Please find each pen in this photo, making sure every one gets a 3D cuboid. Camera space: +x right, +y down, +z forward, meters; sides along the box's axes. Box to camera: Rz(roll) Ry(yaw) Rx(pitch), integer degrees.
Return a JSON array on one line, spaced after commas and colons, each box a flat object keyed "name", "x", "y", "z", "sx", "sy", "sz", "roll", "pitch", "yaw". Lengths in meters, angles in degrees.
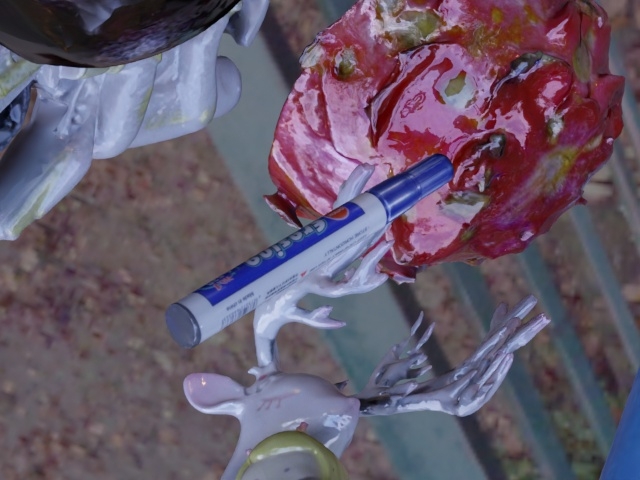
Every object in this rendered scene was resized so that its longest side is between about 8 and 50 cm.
[{"name": "pen", "x": 0.000, "y": 0.000, "z": 0.831, "sx": 0.025, "sy": 0.204, "sz": 0.025, "roll": 29, "pitch": 135, "yaw": 34}]

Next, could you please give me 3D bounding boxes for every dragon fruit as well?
[{"name": "dragon fruit", "x": 0.143, "y": -0.110, "z": 1.529, "sx": 0.386, "sy": 0.371, "sz": 0.249, "roll": -47, "pitch": 67, "yaw": 8}]

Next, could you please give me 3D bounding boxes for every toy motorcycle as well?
[{"name": "toy motorcycle", "x": -0.137, "y": -0.145, "z": 1.076, "sx": 0.108, "sy": 0.340, "sz": 0.223, "roll": 19, "pitch": 149, "yaw": 41}]

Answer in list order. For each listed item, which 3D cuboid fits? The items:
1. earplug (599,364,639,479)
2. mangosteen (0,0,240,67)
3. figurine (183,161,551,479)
[{"name": "earplug", "x": 0.223, "y": 0.101, "z": 0.848, "sx": 0.132, "sy": 0.273, "sz": 0.132, "roll": 18, "pitch": 161, "yaw": 6}, {"name": "mangosteen", "x": -0.136, "y": -0.176, "z": 0.661, "sx": 0.266, "sy": 0.228, "sz": 0.228, "roll": -19, "pitch": 128, "yaw": -3}, {"name": "figurine", "x": 0.036, "y": 0.145, "z": 1.146, "sx": 0.284, "sy": 0.315, "sz": 0.206, "roll": -38, "pitch": 134, "yaw": 21}]
